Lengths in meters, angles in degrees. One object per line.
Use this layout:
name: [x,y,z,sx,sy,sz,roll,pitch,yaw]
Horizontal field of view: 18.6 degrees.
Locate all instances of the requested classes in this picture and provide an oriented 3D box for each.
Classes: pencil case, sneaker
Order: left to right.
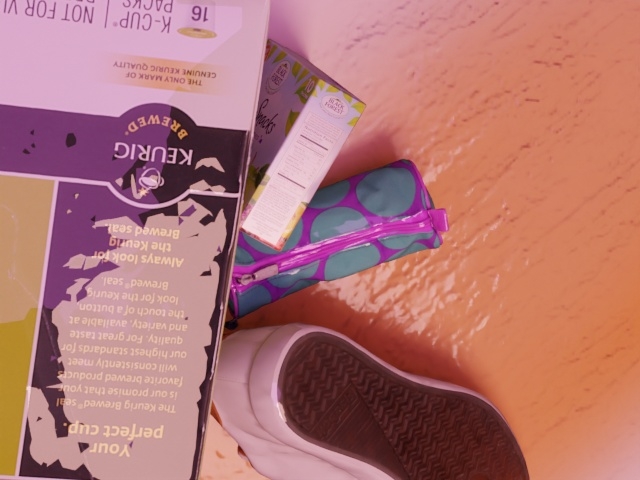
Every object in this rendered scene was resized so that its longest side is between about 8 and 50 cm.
pencil case: [0.000,0.000,1.234,0.152,0.070,0.064,-20,109,-10]
sneaker: [0.027,0.128,1.276,0.290,0.123,0.106,39,64,-39]

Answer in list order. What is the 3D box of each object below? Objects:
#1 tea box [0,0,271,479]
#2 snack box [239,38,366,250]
tea box: [-0.227,-0.019,1.088,0.329,0.220,0.323,6,102,-16]
snack box: [-0.027,-0.060,1.171,0.037,0.141,0.100,30,96,-20]
